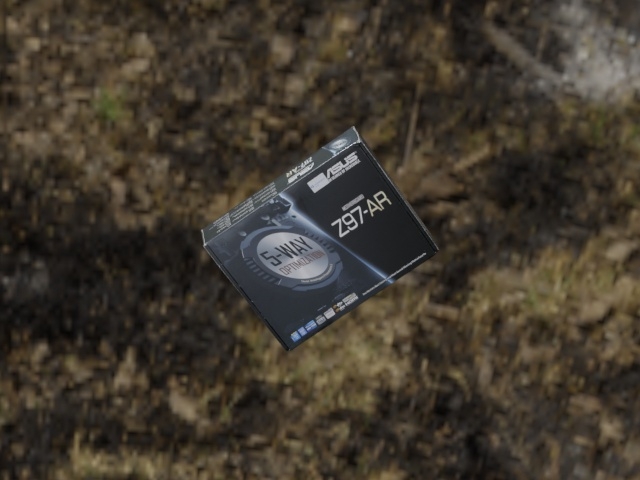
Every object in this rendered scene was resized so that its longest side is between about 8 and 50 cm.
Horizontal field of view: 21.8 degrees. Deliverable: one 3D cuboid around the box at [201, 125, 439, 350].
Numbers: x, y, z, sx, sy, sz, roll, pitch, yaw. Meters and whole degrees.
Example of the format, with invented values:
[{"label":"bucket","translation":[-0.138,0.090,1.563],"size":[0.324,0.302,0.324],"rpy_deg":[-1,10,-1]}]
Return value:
[{"label":"box","translation":[0.000,0.000,0.732],"size":[0.083,0.067,0.018],"rpy_deg":[-33,24,6]}]
